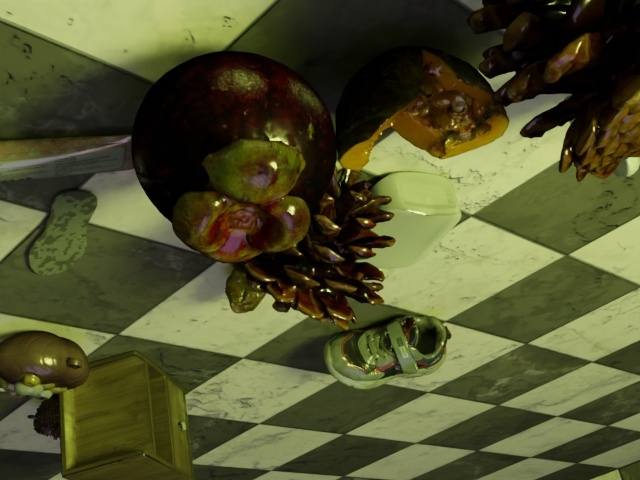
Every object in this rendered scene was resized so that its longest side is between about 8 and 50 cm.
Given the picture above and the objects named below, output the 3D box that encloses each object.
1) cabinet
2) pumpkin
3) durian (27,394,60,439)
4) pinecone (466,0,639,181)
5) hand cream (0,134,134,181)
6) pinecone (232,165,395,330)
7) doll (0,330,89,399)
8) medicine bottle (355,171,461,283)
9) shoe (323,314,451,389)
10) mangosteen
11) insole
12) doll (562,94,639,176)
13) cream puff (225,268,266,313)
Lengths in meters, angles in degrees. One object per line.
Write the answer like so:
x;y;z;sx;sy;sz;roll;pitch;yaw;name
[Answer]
-0.308;0.309;1.473;0.148;0.175;0.215;-16;150;8;cabinet
0.093;-0.140;0.908;0.183;0.107;0.119;-6;159;-30;pumpkin
-0.442;0.296;1.503;0.091;0.080;0.080;9;145;-28;durian
0.240;-0.192;0.735;0.264;0.264;0.264;-9;151;-5;pinecone
-0.289;-0.086;0.932;0.210;0.043;0.067;-6;153;-21;hand cream
0.000;0.000;1.044;0.208;0.207;0.208;-9;151;-5;pinecone
-0.421;0.191;1.314;0.145;0.096;0.188;21;148;-33;doll
0.097;-0.012;1.170;0.119;0.069;0.183;1;147;-24;medicine bottle
0.122;0.177;1.472;0.227;0.099;0.125;-5;158;-23;shoe
-0.080;-0.078;0.855;0.210;0.210;0.210;-9;151;-5;mangosteen
-0.313;-0.007;1.090;0.065;0.006;0.193;4;147;-26;insole
0.379;-0.164;0.906;0.257;0.215;0.161;-26;130;-1;doll
-0.099;0.058;1.239;0.058;0.083;0.083;36;154;-1;cream puff
